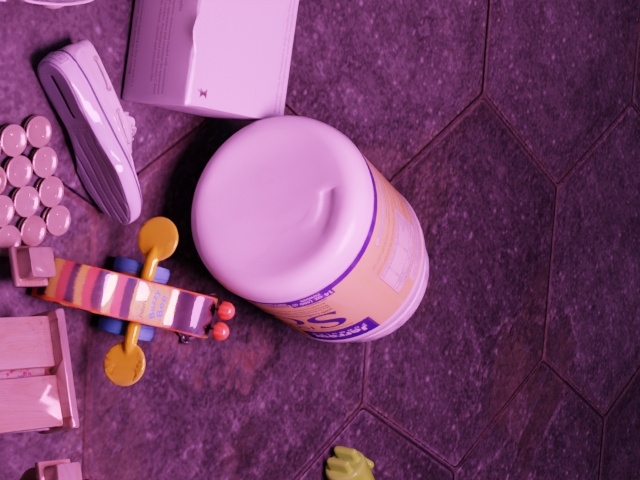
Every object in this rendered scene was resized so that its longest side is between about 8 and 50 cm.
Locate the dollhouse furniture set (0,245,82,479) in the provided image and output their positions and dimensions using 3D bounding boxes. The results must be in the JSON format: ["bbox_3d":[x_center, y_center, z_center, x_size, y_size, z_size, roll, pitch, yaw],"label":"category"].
[{"bbox_3d":[-0.432,0.188,1.369,0.303,0.173,0.356,4,74,-52],"label":"dollhouse furniture set"}]

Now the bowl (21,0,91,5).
[{"bbox_3d":[-0.273,-0.301,1.253,0.142,0.053,0.142,-20,114,-61],"label":"bowl"}]

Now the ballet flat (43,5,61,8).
[{"bbox_3d":[-0.243,-0.342,1.501,0.248,0.086,0.086,-41,127,-37],"label":"ballet flat"}]

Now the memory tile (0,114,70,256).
[{"bbox_3d":[-0.343,-0.062,1.473,0.113,0.012,0.148,-29,119,-44],"label":"memory tile"}]

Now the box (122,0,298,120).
[{"bbox_3d":[-0.135,-0.247,1.608,0.182,0.119,0.181,6,93,-51],"label":"box"}]

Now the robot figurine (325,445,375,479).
[{"bbox_3d":[0.049,0.371,1.996,0.101,0.067,0.115,-56,136,-39],"label":"robot figurine"}]

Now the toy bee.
[{"bbox_3d":[-0.190,0.068,1.569,0.298,0.162,0.195,-13,108,-48],"label":"toy bee"}]

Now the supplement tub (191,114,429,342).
[{"bbox_3d":[0.000,0.000,1.698,0.331,0.241,0.241,39,66,-62],"label":"supplement tub"}]

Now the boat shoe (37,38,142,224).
[{"bbox_3d":[-0.250,-0.129,1.517,0.076,0.083,0.226,-42,127,-36],"label":"boat shoe"}]
